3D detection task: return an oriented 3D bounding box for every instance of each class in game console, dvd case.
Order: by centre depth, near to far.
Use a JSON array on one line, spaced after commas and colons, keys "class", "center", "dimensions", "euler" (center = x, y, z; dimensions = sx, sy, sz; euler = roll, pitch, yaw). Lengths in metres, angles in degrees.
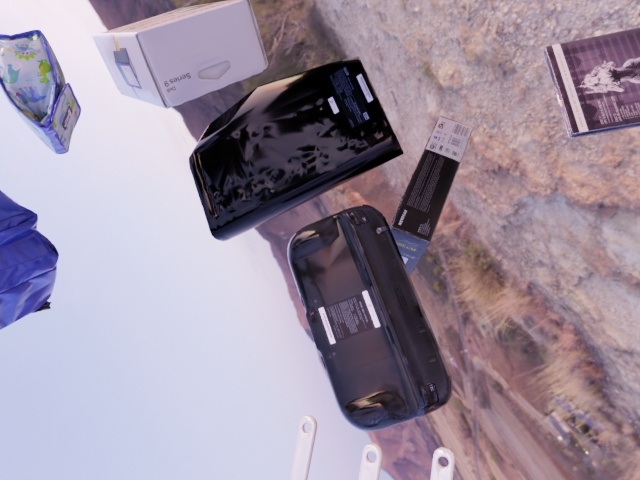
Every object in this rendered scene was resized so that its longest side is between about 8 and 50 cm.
[{"class": "game console", "center": [0.000, 0.000, 0.415], "dimensions": [0.044, 0.213, 0.361], "euler": [21, -134, -68]}, {"class": "dvd case", "center": [0.471, -0.245, 0.631], "dimensions": [0.018, 0.221, 0.164], "euler": [56, -152, -68]}]

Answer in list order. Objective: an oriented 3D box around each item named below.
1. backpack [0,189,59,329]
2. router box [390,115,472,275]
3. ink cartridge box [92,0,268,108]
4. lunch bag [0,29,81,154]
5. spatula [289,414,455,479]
[{"class": "backpack", "center": [-0.242, 0.015, 0.249], "dimensions": [0.098, 0.101, 0.120], "euler": [31, -145, 7]}, {"class": "router box", "center": [0.119, -0.040, 0.510], "dimensions": [0.046, 0.178, 0.133], "euler": [23, 150, 9]}, {"class": "ink cartridge box", "center": [-0.196, -0.260, 0.581], "dimensions": [0.212, 0.154, 0.093], "euler": [31, 146, 45]}, {"class": "lunch bag", "center": [-0.436, -0.223, 0.657], "dimensions": [0.129, 0.096, 0.151], "euler": [-18, 89, 68]}, {"class": "spatula", "center": [0.019, 0.277, 0.334], "dimensions": [0.019, 0.168, 0.241], "euler": [38, -120, -64]}]
